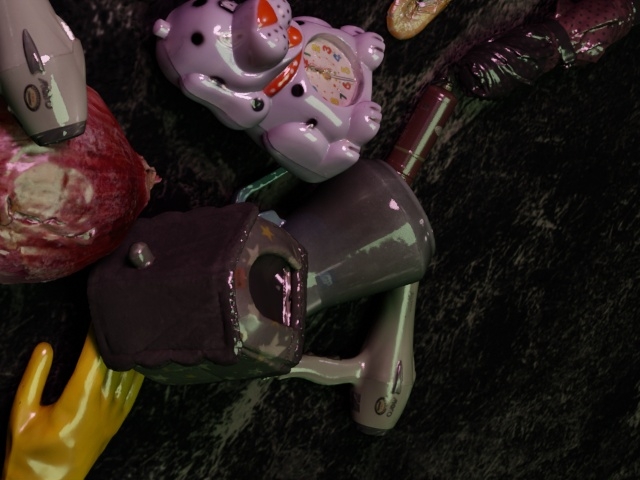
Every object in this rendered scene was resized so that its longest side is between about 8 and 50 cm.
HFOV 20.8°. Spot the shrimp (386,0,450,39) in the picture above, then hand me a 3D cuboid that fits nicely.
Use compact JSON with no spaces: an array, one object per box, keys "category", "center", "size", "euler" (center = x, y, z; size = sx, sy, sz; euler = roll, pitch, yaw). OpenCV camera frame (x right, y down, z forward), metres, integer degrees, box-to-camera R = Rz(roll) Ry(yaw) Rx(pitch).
[{"category":"shrimp","center":[0.121,-0.287,2.103],"size":[0.108,0.023,0.059],"euler":[-43,125,-13]}]

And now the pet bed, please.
[{"category":"pet bed","center":[-0.136,0.058,1.925],"size":[0.159,0.211,0.183],"euler":[28,62,-51]}]

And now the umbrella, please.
[{"category":"umbrella","center":[0.309,-0.256,2.227],"size":[0.326,0.094,0.090],"euler":[-24,141,-27]}]

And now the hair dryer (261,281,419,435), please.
[{"category":"hair dryer","center":[0.048,0.121,2.250],"size":[0.225,0.088,0.219],"euler":[30,86,-30]}]

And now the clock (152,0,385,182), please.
[{"category":"clock","center":[-0.068,-0.192,1.915],"size":[0.254,0.189,0.189],"euler":[27,95,-37]}]

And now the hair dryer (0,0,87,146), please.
[{"category":"hair dryer","center":[-0.363,-0.206,1.709],"size":[0.267,0.092,0.229],"euler":[0,92,-7]}]

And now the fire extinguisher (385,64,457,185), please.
[{"category":"fire extinguisher","center":[0.132,-0.143,2.181],"size":[0.157,0.045,0.078],"euler":[-62,162,5]}]

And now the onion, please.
[{"category":"onion","center":[-0.268,-0.056,1.844],"size":[0.283,0.120,0.227],"euler":[-2,110,-40]}]

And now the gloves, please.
[{"category":"gloves","center":[-0.284,0.203,2.008],"size":[0.294,0.116,0.133],"euler":[-63,163,-5]}]

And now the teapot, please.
[{"category":"teapot","center":[0.000,0.000,2.081],"size":[0.225,0.171,0.203],"euler":[-30,98,-15]}]
